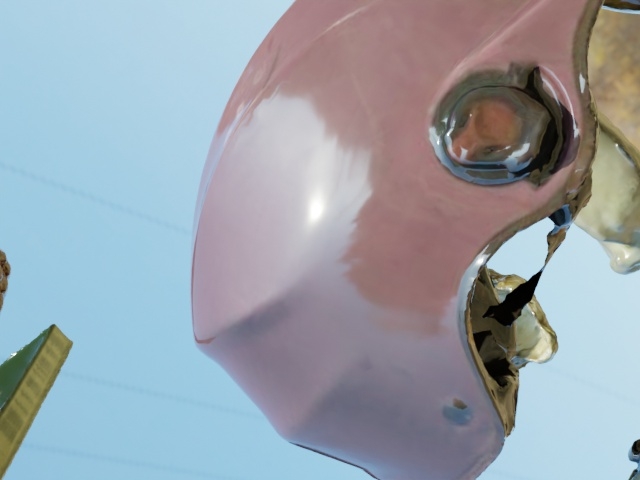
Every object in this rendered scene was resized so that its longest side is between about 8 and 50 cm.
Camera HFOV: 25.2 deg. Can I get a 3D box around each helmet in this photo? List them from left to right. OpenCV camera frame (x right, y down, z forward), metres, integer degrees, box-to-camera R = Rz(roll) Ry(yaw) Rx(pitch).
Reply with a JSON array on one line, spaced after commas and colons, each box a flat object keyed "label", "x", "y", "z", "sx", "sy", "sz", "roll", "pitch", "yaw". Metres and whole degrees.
[{"label": "helmet", "x": 0.042, "y": -0.039, "z": 0.769, "sx": 0.197, "sy": 0.338, "sz": 0.271, "roll": 15, "pitch": -170, "yaw": 8}]

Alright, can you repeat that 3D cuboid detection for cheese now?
[{"label": "cheese", "x": 0.262, "y": -0.105, "z": 1.566, "sx": 0.326, "sy": 0.115, "sz": 0.318, "roll": 25, "pitch": -157, "yaw": -52}]

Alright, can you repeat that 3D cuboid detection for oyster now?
[{"label": "oyster", "x": 0.190, "y": 0.114, "z": 1.823, "sx": 0.110, "sy": 0.341, "sz": 0.166, "roll": -20, "pitch": -102, "yaw": -29}]

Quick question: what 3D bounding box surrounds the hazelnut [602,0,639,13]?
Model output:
[{"label": "hazelnut", "x": 0.291, "y": -0.319, "z": 1.320, "sx": 0.229, "sy": 0.229, "sz": 0.229, "roll": 41, "pitch": -158, "yaw": -21}]

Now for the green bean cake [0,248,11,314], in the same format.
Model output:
[{"label": "green bean cake", "x": -0.435, "y": 0.016, "z": 1.477, "sx": 0.233, "sy": 0.097, "sz": 0.198, "roll": 27, "pitch": -160, "yaw": -15}]

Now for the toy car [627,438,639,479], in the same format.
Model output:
[{"label": "toy car", "x": 0.443, "y": 0.199, "z": 1.607, "sx": 0.124, "sy": 0.101, "sz": 0.256, "roll": 35, "pitch": -128, "yaw": 11}]

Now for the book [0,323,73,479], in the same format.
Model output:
[{"label": "book", "x": -0.355, "y": 0.227, "z": 1.213, "sx": 0.043, "sy": 0.260, "sz": 0.371, "roll": 50, "pitch": -159, "yaw": -14}]
